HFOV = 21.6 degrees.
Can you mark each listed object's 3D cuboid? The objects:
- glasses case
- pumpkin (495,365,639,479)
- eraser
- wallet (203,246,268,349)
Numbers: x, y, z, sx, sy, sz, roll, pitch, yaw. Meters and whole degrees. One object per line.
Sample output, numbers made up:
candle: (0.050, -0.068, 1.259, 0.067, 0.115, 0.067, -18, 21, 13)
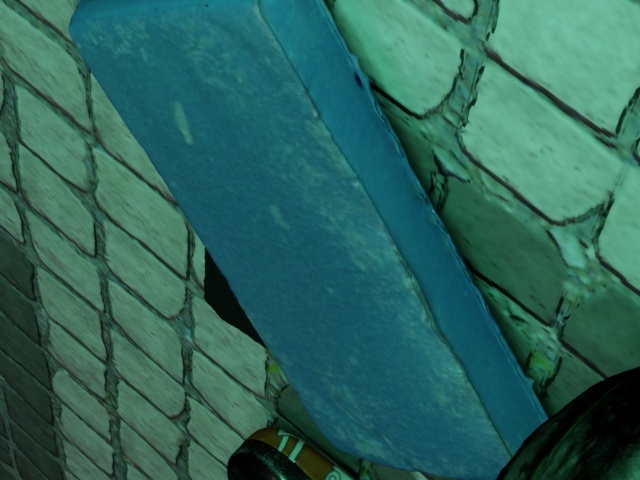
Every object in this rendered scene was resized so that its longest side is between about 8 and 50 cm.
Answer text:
glasses case: (0.041, 0.232, 1.140, 0.267, 0.067, 0.103, 44, 156, 4)
pumpkin: (0.169, 0.202, 0.660, 0.296, 0.296, 0.296, 36, 153, 22)
eraser: (0.000, 0.000, 0.843, 0.144, 0.042, 0.311, 2, 132, 45)
wallet: (-0.013, 0.008, 0.943, 0.124, 0.025, 0.244, 35, 151, 16)
